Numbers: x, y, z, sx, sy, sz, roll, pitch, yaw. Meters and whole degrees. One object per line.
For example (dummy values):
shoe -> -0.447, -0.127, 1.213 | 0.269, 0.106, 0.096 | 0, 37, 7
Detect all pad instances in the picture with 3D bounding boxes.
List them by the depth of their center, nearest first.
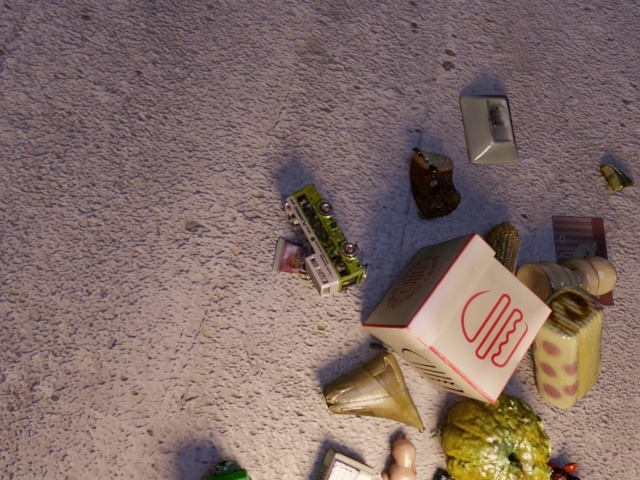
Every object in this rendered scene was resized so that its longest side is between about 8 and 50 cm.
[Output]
pad -> 0.870, 0.066, 1.611 | 0.202, 0.005, 0.299 | 2, 79, -13

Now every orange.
orange -> 0.480, 0.566, 1.311 | 0.300, 0.223, 0.301 | -26, 83, -16

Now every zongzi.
zongzi -> 0.148, 0.461, 1.327 | 0.228, 0.115, 0.256 | -26, 97, -12
zongzi -> 1.032, -0.228, 1.687 | 0.113, 0.052, 0.104 | -17, 78, -29

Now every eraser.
eraser -> 0.029, 0.700, 1.258 | 0.124, 0.081, 0.279 | 27, 75, -7

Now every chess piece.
chess piece -> 0.777, 0.124, 1.510 | 0.300, 0.167, 0.167 | -10, 82, -19

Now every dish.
dish -> 0.568, -0.378, 1.591 | 0.182, 0.080, 0.243 | -4, 79, -13

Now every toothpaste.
toothpaste -> 0.000, 0.066, 1.394 | 0.266, 0.061, 0.096 | 12, 76, -4

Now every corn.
corn -> 0.547, 0.063, 1.491 | 0.097, 0.097, 0.261 | 16, 79, -9

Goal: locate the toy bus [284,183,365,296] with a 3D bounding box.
toy bus -> 0.000, 0.000, 1.340 | 0.139, 0.113, 0.301 | -25, 69, -12

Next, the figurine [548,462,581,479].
figurine -> 0.693, 0.745, 1.366 | 0.160, 0.183, 0.226 | 16, 64, -18

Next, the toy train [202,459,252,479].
toy train -> -0.216, 0.662, 1.156 | 0.133, 0.188, 0.243 | -5, 80, -15

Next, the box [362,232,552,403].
box -> 0.354, 0.207, 1.309 | 0.300, 0.314, 0.312 | 41, 74, -6

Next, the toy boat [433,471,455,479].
toy boat -> 0.382, 0.697, 1.354 | 0.141, 0.060, 0.055 | 28, 98, -12

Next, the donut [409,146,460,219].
donut -> 0.347, -0.179, 1.490 | 0.126, 0.144, 0.186 | -4, 50, -19

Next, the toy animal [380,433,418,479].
toy animal -> 0.220, 0.606, 1.324 | 0.089, 0.083, 0.150 | 13, 65, 3

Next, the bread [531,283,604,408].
bread -> 0.690, 0.301, 1.372 | 0.187, 0.155, 0.338 | -35, 129, -17
